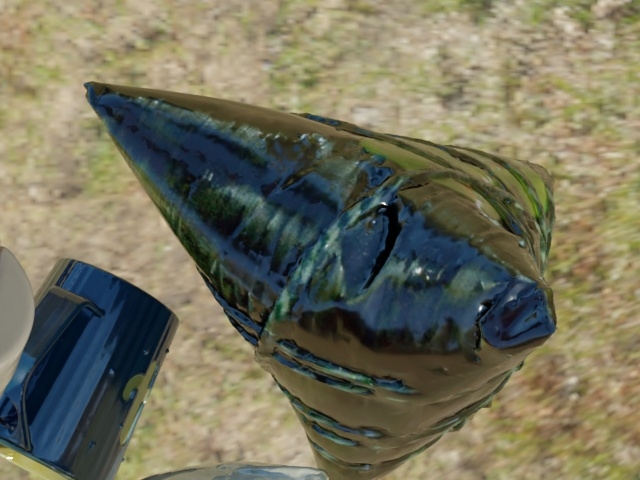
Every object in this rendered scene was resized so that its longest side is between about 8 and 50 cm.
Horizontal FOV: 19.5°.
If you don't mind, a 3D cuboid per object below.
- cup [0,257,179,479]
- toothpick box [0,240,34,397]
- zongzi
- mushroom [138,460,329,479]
[{"bbox_3d":[-0.193,0.097,1.421,0.131,0.176,0.155,22,74,16],"label":"cup"},{"bbox_3d":[-0.245,0.079,1.127,0.111,0.111,0.181,50,142,14],"label":"toothpick box"},{"bbox_3d":[0.000,0.000,1.361,0.362,0.383,0.319,31,85,8],"label":"zongzi"},{"bbox_3d":[-0.142,0.235,1.249,0.350,0.128,0.128,-24,83,12],"label":"mushroom"}]
